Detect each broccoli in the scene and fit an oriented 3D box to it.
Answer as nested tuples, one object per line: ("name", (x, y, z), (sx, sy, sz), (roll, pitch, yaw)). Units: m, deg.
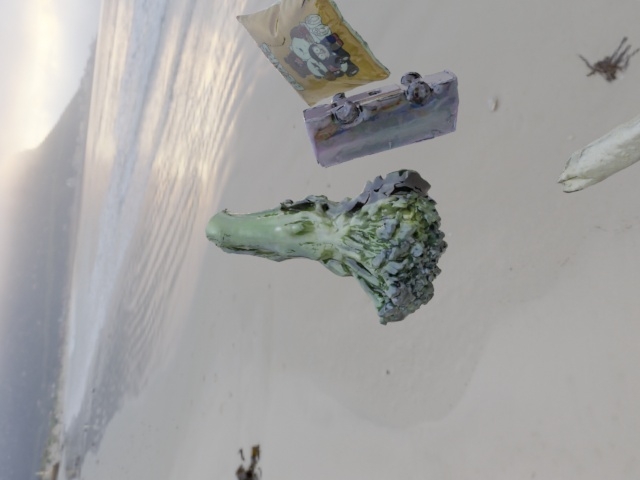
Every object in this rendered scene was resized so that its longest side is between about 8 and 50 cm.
("broccoli", (-0.004, 0.002, 0.667), (0.304, 0.165, 0.145), (8, 59, 28))

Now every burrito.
("burrito", (0.431, -0.143, 0.764), (0.059, 0.082, 0.275), (54, 153, 5))

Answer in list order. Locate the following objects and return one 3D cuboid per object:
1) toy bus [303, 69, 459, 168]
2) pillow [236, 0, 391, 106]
("toy bus", (0.128, -0.252, 1.175), (0.112, 0.317, 0.137), (-93, -12, -62))
("pillow", (-0.021, -0.472, 1.395), (0.312, 0.310, 0.119), (-1, 55, 49))
